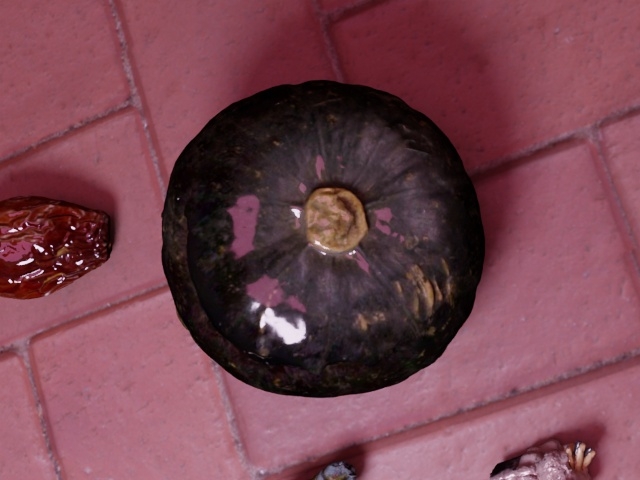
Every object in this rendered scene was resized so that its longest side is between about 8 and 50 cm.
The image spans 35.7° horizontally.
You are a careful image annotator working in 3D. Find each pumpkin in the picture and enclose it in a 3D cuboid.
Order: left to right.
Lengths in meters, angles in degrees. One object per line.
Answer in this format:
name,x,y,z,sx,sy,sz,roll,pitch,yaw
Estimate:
pumpkin,0.000,0.000,1.371,0.455,0.344,0.454,0,81,-2

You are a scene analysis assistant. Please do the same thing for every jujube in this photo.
jujube,-0.452,0.008,1.610,0.236,0.168,0.168,-8,82,0

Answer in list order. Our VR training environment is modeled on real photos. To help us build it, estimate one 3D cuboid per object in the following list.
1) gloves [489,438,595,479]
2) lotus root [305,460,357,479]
gloves,0.309,0.332,1.375,0.144,0.110,0.094,-17,87,43
lotus root,-0.052,0.459,1.439,0.140,0.158,0.322,20,85,20
